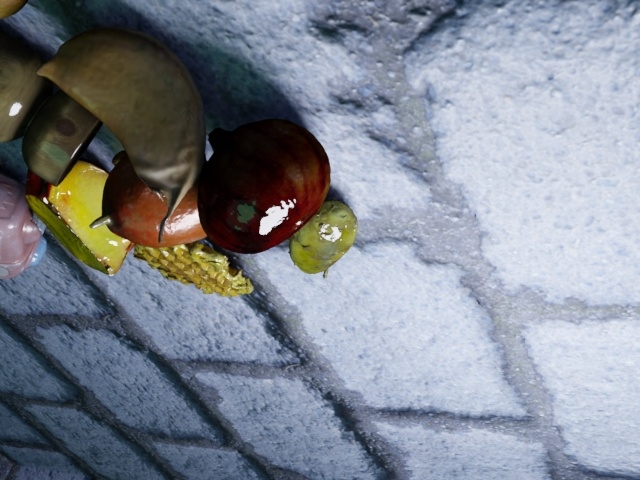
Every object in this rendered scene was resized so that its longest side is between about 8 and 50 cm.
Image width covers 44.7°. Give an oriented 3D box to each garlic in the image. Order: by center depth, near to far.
[{"bbox_3d":[-0.276,-0.182,1.234,0.338,0.196,0.151,55,159,-3],"label":"garlic"}]

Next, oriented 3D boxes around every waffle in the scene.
[{"bbox_3d":[-0.260,0.052,1.611,0.291,0.051,0.291,16,160,6],"label":"waffle"}]

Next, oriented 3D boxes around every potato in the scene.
[{"bbox_3d":[0.000,0.000,1.421,0.118,0.090,0.225,5,150,-10],"label":"potato"}]

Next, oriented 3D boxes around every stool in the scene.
[{"bbox_3d":[-0.519,-0.238,1.335,0.264,0.179,0.179,34,142,-15],"label":"stool"}]

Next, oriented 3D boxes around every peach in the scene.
[{"bbox_3d":[-0.479,-0.074,1.535,0.154,0.158,0.267,0,138,45],"label":"peach"}]

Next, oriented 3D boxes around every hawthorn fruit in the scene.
[{"bbox_3d":[-0.292,-0.068,1.361,0.199,0.251,0.199,32,138,34],"label":"hawthorn fruit"}]

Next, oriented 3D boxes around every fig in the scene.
[{"bbox_3d":[-0.098,-0.091,1.253,0.235,0.235,0.214,-20,112,43],"label":"fig"}]

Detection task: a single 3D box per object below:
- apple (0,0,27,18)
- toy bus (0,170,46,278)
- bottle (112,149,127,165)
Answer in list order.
[{"bbox_3d":[-0.501,-0.405,1.181,0.126,0.102,0.126,14,142,11],"label":"apple"},{"bbox_3d":[-0.719,-0.030,1.706,0.232,0.197,0.294,17,143,-8],"label":"toy bus"},{"bbox_3d":[-0.328,-0.098,1.500,0.069,0.069,0.187,-12,130,38],"label":"bottle"}]
